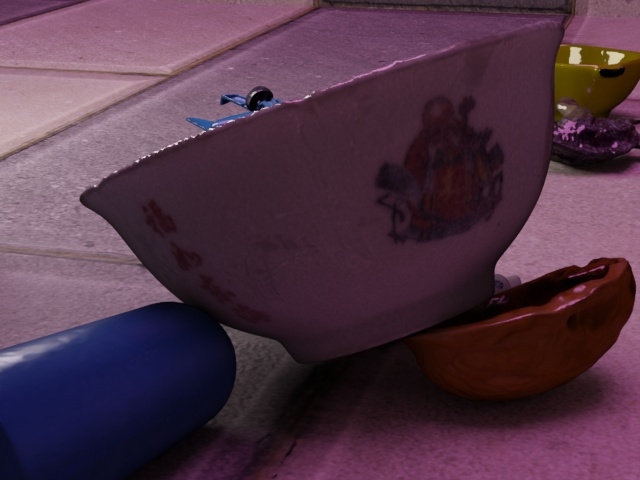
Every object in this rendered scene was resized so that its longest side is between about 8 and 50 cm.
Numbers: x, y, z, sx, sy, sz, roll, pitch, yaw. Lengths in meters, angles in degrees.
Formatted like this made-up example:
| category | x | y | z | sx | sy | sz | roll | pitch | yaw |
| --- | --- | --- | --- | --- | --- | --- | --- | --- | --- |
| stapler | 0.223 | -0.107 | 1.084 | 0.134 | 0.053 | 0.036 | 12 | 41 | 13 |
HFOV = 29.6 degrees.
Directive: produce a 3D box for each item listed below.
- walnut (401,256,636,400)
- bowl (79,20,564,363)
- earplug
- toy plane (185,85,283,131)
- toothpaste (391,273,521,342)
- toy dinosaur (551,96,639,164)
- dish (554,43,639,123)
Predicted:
| category | x | y | z | sx | sy | sz | roll | pitch | yaw |
| --- | --- | --- | --- | --- | --- | --- | --- | --- | --- |
| walnut | 0.171 | 0.085 | 1.010 | 0.211 | 0.087 | 0.167 | -19 | 4 | -24 |
| bowl | 0.032 | -0.015 | 1.026 | 0.435 | 0.196 | 0.435 | -20 | -1 | 0 |
| earplug | -0.163 | 0.119 | 0.882 | 0.132 | 0.132 | 0.273 | 11 | 18 | 30 |
| toy plane | -0.045 | -0.162 | 1.738 | 0.271 | 0.105 | 0.254 | -13 | 36 | -21 |
| toothpaste | 0.122 | 0.065 | 1.173 | 0.197 | 0.029 | 0.048 | -17 | 24 | -33 |
| toy dinosaur | 0.384 | -0.150 | 1.724 | 0.294 | 0.077 | 0.162 | -1 | 19 | -4 |
| dish | 0.404 | -0.252 | 1.977 | 0.262 | 0.108 | 0.221 | 13 | 23 | 38 |
